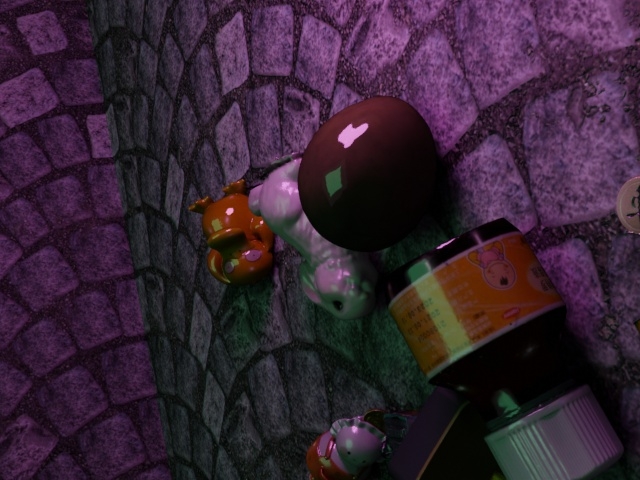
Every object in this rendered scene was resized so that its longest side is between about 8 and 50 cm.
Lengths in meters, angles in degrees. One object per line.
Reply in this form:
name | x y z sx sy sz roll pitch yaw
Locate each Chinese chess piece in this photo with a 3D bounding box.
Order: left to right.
Chinese chess piece | 0.432 -0.047 1.114 0.084 0.034 0.084 13 105 58

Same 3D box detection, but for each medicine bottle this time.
medicine bottle | 0.276 0.176 1.248 0.395 0.243 0.242 60 145 11

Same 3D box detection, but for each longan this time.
longan | 0.087 -0.115 1.502 0.243 0.300 0.300 38 142 -4

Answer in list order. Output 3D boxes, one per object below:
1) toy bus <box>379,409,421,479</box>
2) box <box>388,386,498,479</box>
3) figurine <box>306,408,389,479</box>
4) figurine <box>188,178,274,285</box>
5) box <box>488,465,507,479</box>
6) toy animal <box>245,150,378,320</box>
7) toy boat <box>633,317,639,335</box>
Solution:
toy bus | 0.183 0.442 1.554 0.091 0.109 0.261 -6 92 58
box | 0.215 0.343 1.393 0.201 0.145 0.090 -60 33 4
figurine | 0.066 0.432 1.748 0.271 0.143 0.143 -55 46 21
figurine | -0.209 -0.012 2.098 0.228 0.215 0.215 -105 28 -44
box | 0.313 0.469 1.399 0.269 0.044 0.152 35 124 52
toy animal | 0.000 0.000 1.729 0.258 0.194 0.357 -28 79 47
toy boat | 0.461 0.086 1.079 0.049 0.047 0.149 52 142 22
